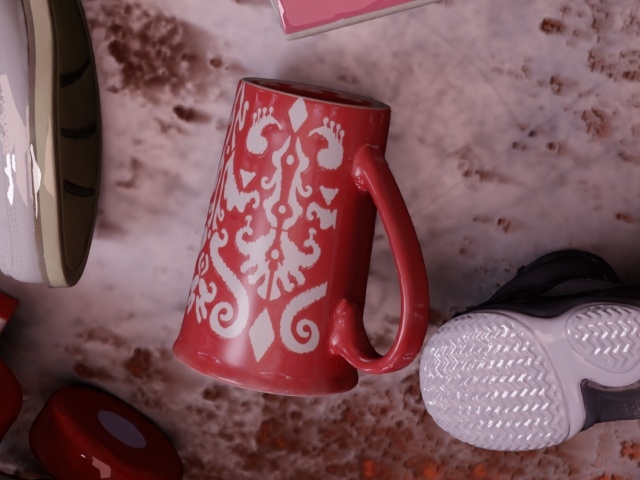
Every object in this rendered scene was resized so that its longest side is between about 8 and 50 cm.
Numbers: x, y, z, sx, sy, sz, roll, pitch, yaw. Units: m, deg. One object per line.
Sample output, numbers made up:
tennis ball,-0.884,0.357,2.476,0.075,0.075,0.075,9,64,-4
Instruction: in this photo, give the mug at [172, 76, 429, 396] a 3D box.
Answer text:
mug,0.000,-0.002,0.877,0.150,0.113,0.169,12,100,8

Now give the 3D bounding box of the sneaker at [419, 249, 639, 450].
sneaker,0.197,0.057,0.863,0.268,0.153,0.101,-1,105,10

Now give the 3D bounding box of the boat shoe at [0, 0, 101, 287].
boat shoe,-0.193,-0.120,0.854,0.103,0.113,0.302,-5,95,4

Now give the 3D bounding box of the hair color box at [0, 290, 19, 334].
hair color box,-0.258,0.083,0.935,0.072,0.043,0.141,33,102,-8

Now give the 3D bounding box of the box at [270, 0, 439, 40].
box,0.076,-0.203,0.803,0.232,0.148,0.127,-15,103,4

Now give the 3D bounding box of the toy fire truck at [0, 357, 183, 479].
toy fire truck,-0.182,0.195,0.834,0.302,0.254,0.169,30,103,-34
